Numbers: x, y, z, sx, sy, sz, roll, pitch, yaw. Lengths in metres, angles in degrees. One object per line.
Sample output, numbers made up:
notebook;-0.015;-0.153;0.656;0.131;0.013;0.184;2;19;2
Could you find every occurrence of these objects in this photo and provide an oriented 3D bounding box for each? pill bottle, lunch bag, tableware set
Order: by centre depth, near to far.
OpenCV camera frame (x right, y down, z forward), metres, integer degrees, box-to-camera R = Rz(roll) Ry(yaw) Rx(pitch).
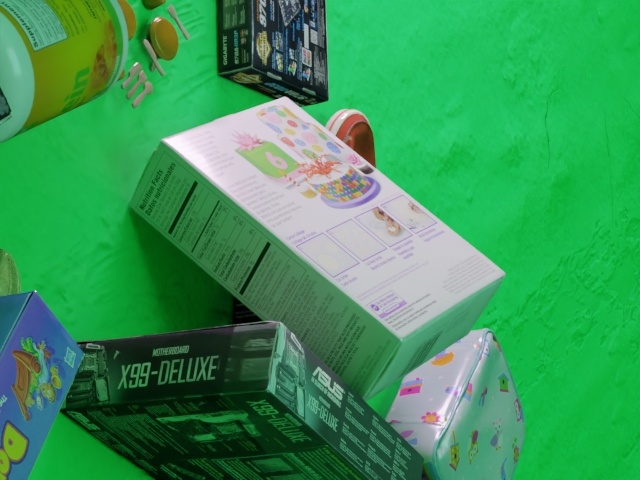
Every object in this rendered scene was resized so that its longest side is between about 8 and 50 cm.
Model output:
pill bottle;-0.288;-0.159;1.598;0.245;0.136;0.136;-36;114;-57
tableware set;-0.197;-0.214;1.894;0.104;0.024;0.154;61;37;-27
lunch bag;0.173;0.270;2.335;0.279;0.107;0.224;-60;138;-45

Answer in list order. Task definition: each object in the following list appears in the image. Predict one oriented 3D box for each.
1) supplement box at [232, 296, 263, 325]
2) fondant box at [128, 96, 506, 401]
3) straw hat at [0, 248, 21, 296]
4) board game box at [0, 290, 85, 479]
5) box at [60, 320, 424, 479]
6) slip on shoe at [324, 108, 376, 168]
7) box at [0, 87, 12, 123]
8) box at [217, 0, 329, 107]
supplement box;-0.038;0.093;2.042;0.130;0.073;0.239;32;56;-53
fondant box;0.000;0.000;1.891;0.330;0.096;0.238;41;32;16
straw hat;-0.301;0.041;1.604;0.144;0.061;0.144;22;64;-56
board game box;-0.342;0.200;1.315;0.078;0.233;0.347;58;38;-36
box;-0.073;0.191;1.784;0.307;0.242;0.077;46;45;-45
slip on shoe;0.061;0.000;2.214;0.123;0.101;0.331;10;73;-58
box;-0.413;-0.129;1.321;0.322;0.079;0.257;-38;116;-32
box;-0.055;-0.283;2.128;0.175;0.051;0.220;16;69;-58
